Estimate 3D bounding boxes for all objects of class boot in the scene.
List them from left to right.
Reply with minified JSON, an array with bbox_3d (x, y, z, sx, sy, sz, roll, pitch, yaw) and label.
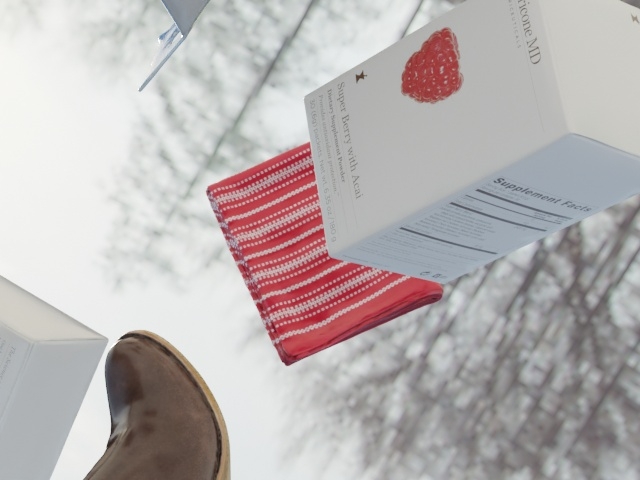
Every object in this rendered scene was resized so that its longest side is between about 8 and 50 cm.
[{"bbox_3d":[-0.153,0.189,1.327,0.207,0.090,0.248,-3,-111,-57],"label":"boot"}]

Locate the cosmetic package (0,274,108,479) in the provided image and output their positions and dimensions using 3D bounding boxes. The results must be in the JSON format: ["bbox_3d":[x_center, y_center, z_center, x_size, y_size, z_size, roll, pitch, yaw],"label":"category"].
[{"bbox_3d":[-0.363,0.147,1.723,0.224,0.224,0.138,28,-170,25],"label":"cosmetic package"}]

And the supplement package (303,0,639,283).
[{"bbox_3d":[0.154,-0.101,1.639,0.175,0.293,0.177,14,-122,-44],"label":"supplement package"}]

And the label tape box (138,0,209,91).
[{"bbox_3d":[-0.106,-0.335,1.719,0.115,0.347,0.249,36,-165,-10],"label":"label tape box"}]

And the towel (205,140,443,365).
[{"bbox_3d":[0.000,0.000,2.001,0.031,0.199,0.275,73,172,-55],"label":"towel"}]
